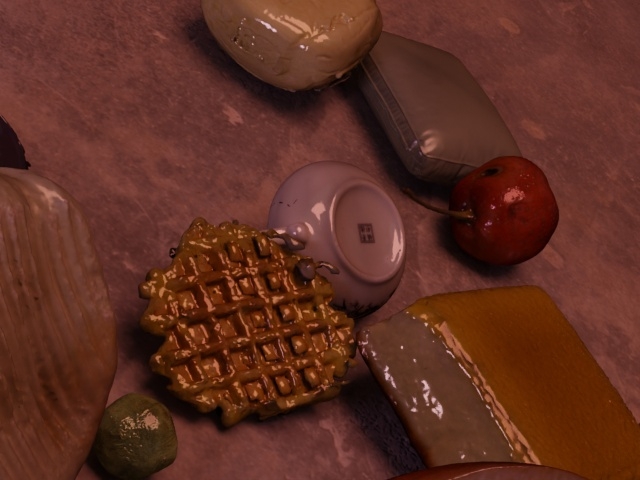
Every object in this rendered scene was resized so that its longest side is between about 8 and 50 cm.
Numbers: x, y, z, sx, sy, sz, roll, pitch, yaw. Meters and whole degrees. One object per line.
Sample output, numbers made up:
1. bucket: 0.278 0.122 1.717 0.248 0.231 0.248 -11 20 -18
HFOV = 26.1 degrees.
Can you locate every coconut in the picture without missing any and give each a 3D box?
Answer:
1. coconut: -0.187 0.201 1.423 0.088 0.088 0.096 47 43 15

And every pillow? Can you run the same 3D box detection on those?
1. pillow: 0.181 -0.209 2.220 0.255 0.120 0.322 7 41 -38

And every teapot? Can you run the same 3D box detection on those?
1. teapot: 0.000 0.000 1.791 0.299 0.166 0.208 0 88 -33

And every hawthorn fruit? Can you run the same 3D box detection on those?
1. hawthorn fruit: 0.230 -0.040 2.029 0.285 0.165 0.165 -6 52 -46

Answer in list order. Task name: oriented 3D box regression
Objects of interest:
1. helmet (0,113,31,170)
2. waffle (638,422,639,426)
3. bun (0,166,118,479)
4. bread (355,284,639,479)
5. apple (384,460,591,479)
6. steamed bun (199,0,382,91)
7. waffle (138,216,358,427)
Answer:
1. helmet: -0.468 -0.063 1.408 0.305 0.177 0.225 12 46 -47
2. waffle: 0.586 0.400 1.856 0.376 0.114 0.261 35 33 -3
3. bun: -0.351 0.105 1.230 0.365 0.219 0.365 6 83 -59
4. bread: 0.236 0.211 1.710 0.333 0.143 0.324 -1 54 -53
5. apple: 0.140 0.377 1.285 0.365 0.295 0.329 14 38 -21
6. steamed bun: -0.060 -0.334 2.120 0.273 0.166 0.232 33 46 4
7. waffle: -0.084 0.101 1.605 0.280 0.060 0.262 37 53 -17
